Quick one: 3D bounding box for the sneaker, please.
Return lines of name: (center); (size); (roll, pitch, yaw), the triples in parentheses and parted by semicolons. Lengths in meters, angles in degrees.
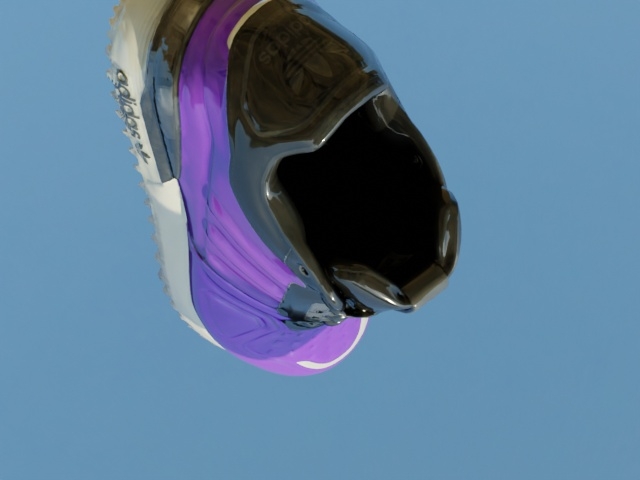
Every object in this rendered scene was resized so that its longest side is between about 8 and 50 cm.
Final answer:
sneaker: (-0.001, 0.000, 0.685); (0.146, 0.293, 0.102); (34, -111, 29)
